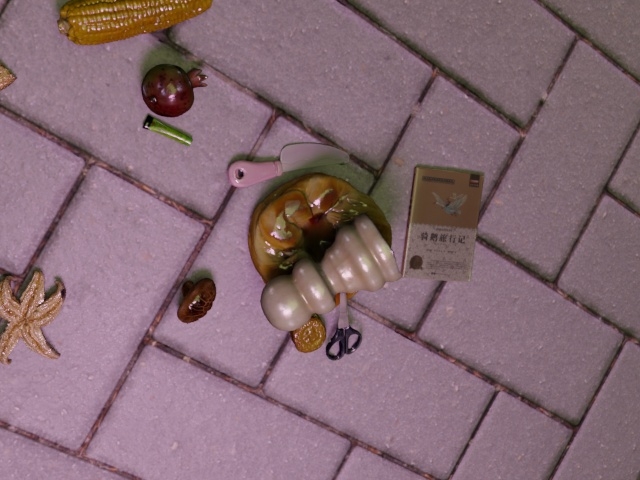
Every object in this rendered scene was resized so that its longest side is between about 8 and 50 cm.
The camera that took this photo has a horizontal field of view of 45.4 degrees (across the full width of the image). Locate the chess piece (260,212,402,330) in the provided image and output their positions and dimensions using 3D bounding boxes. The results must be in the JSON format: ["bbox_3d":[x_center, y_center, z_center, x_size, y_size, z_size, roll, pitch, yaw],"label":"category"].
[{"bbox_3d":[0.010,0.092,1.813,0.330,0.182,0.182,-31,106,-2],"label":"chess piece"}]

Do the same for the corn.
[{"bbox_3d":[-0.424,-0.533,1.768,0.364,0.120,0.120,-19,103,-16],"label":"corn"}]

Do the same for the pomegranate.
[{"bbox_3d":[-0.346,-0.355,1.825,0.159,0.129,0.129,-5,99,-45],"label":"pomegranate"}]

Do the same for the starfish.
[{"bbox_3d":[-0.687,0.193,1.805,0.216,0.071,0.238,38,90,-14],"label":"starfish"}]

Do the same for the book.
[{"bbox_3d":[0.342,-0.041,2.145,0.217,0.021,0.310,5,96,-19],"label":"book"}]

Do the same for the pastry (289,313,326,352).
[{"bbox_3d":[-0.033,0.245,2.035,0.097,0.057,0.109,31,88,-21],"label":"pastry"}]

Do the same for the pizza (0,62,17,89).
[{"bbox_3d":[-0.741,-0.373,1.734,0.099,0.029,0.100,8,97,-28],"label":"pizza"}]

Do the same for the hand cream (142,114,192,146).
[{"bbox_3d":[-0.372,-0.266,1.871,0.122,0.023,0.036,24,79,-20],"label":"hand cream"}]

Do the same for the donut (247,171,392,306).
[{"bbox_3d":[0.000,0.000,1.958,0.361,0.170,0.360,-3,100,-18],"label":"donut"}]

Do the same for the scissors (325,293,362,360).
[{"bbox_3d":[0.059,0.216,1.992,0.109,0.022,0.300,-23,140,-16],"label":"scissors"}]

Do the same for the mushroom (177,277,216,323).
[{"bbox_3d":[-0.308,0.150,1.907,0.085,0.109,0.126,30,103,-25],"label":"mushroom"}]

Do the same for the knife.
[{"bbox_3d":[-0.082,-0.205,1.980,0.336,0.043,0.081,-15,95,-23],"label":"knife"}]
